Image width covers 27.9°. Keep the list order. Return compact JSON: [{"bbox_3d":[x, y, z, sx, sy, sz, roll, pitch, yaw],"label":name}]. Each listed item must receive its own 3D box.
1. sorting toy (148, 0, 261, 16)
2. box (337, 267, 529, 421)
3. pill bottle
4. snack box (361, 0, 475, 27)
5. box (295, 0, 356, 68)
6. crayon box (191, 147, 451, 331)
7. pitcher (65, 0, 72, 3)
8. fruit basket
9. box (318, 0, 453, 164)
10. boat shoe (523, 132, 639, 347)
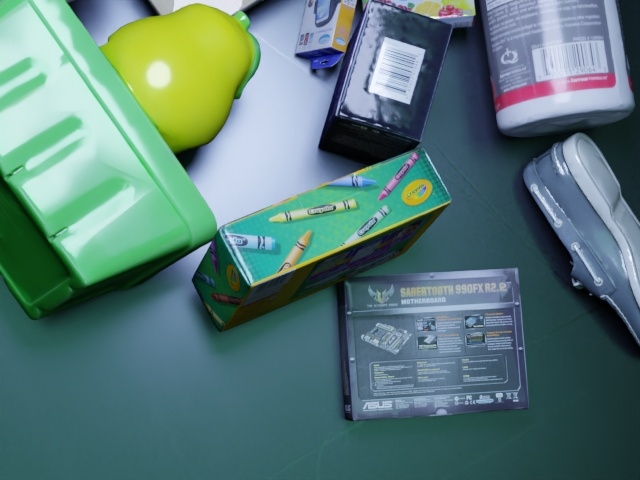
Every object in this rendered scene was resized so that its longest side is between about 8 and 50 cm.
[{"bbox_3d":[-0.142,-0.408,1.638,0.255,0.089,0.257,-34,89,-10],"label":"sorting toy"},{"bbox_3d":[0.142,0.132,1.635,0.231,0.056,0.183,-3,83,-8],"label":"box"},{"bbox_3d":[0.291,-0.302,1.644,0.176,0.176,0.318,-7,85,-9],"label":"pill bottle"},{"bbox_3d":[0.123,-0.319,1.650,0.141,0.037,0.100,-6,72,1],"label":"snack box"},{"bbox_3d":[0.010,-0.289,1.650,0.028,0.081,0.136,20,79,-34],"label":"box"},{"bbox_3d":[0.000,0.000,1.519,0.278,0.165,0.081,-23,76,-24],"label":"crayon box"},{"bbox_3d":[-0.363,-0.323,1.509,0.207,0.178,0.125,-19,90,34],"label":"pitcher"},{"bbox_3d":[-0.251,-0.138,1.507,0.392,0.283,0.392,13,66,-31],"label":"fruit basket"},{"bbox_3d":[0.076,-0.185,1.584,0.108,0.207,0.153,17,81,-4],"label":"box"},{"bbox_3d":[0.369,0.018,1.677,0.099,0.116,0.319,-25,96,33],"label":"boat shoe"}]
